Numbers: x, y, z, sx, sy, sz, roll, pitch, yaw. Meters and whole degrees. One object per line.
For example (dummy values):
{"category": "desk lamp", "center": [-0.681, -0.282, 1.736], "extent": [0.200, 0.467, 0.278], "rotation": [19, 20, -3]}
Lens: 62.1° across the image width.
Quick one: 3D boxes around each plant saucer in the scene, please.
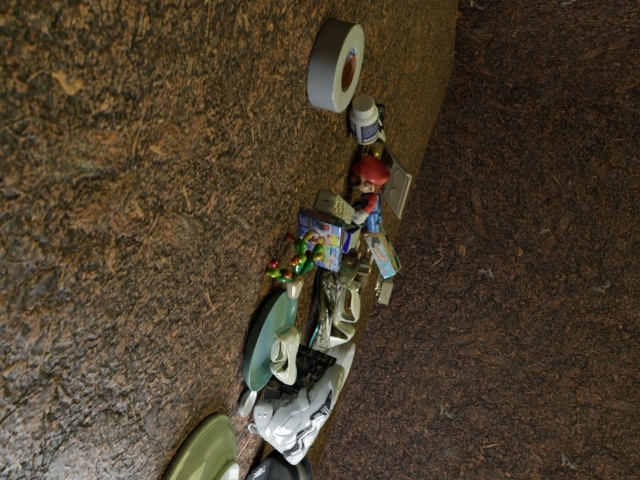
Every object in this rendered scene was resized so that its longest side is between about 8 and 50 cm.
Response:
{"category": "plant saucer", "center": [-0.298, 0.647, 1.345], "extent": [0.400, 0.100, 0.400], "rotation": [18, 90, -76]}
{"category": "plant saucer", "center": [-0.151, 0.285, 1.566], "extent": [0.317, 0.043, 0.318], "rotation": [18, 90, -76]}

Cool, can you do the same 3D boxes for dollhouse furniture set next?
{"category": "dollhouse furniture set", "center": [0.179, 0.177, 2.307], "extent": [0.161, 0.242, 0.212], "rotation": [-86, -171, -72]}

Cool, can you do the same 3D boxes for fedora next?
{"category": "fedora", "center": [-0.178, 0.895, 1.887], "extent": [0.152, 0.334, 0.334], "rotation": [35, 71, -43]}

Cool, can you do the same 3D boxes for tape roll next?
{"category": "tape roll", "center": [0.041, -0.440, 1.347], "extent": [0.219, 0.072, 0.219], "rotation": [18, 90, -75]}

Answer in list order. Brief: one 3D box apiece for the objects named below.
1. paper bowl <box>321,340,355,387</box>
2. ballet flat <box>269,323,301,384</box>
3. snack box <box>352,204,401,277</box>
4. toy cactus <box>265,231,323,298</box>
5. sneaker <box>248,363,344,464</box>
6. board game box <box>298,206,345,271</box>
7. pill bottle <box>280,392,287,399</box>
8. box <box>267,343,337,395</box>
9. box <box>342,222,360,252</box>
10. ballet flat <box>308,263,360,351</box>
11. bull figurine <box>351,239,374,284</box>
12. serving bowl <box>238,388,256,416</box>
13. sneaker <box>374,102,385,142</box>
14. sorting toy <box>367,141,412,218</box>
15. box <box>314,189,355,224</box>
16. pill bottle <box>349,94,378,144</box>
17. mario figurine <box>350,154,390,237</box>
{"category": "paper bowl", "center": [0.047, 0.583, 2.457], "extent": [0.284, 0.148, 0.284], "rotation": [18, 90, -76]}
{"category": "ballet flat", "center": [-0.114, 0.350, 1.574], "extent": [0.086, 0.086, 0.248], "rotation": [-53, 155, -52]}
{"category": "snack box", "center": [0.243, -0.008, 2.265], "extent": [0.322, 0.060, 0.187], "rotation": [65, 18, 0]}
{"category": "toy cactus", "center": [-0.076, 0.077, 1.470], "extent": [0.219, 0.112, 0.180], "rotation": [-39, 144, -54]}
{"category": "sneaker", "center": [-0.080, 0.511, 1.665], "extent": [0.366, 0.210, 0.137], "rotation": [-62, 176, 15]}
{"category": "board game box", "center": [0.000, 0.000, 1.597], "extent": [0.201, 0.136, 0.035], "rotation": [93, 21, -47]}
{"category": "pill bottle", "center": [-0.114, 0.632, 1.971], "extent": [0.208, 0.119, 0.119], "rotation": [-48, 152, -57]}
{"category": "box", "center": [-0.059, 0.455, 1.846], "extent": [0.220, 0.175, 0.051], "rotation": [-47, 151, -60]}
{"category": "box", "center": [0.049, -0.020, 1.749], "extent": [0.126, 0.137, 0.072], "rotation": [-30, 136, -69]}
{"category": "ballet flat", "center": [0.060, 0.295, 2.086], "extent": [0.164, 0.182, 0.483], "rotation": [-55, 158, -51]}
{"category": "bull figurine", "center": [0.183, 0.117, 2.494], "extent": [0.310, 0.101, 0.188], "rotation": [75, 34, -65]}
{"category": "serving bowl", "center": [-0.220, 0.476, 1.568], "extent": [0.083, 0.027, 0.083], "rotation": [18, 90, -76]}
{"category": "sneaker", "center": [0.214, -0.441, 1.975], "extent": [0.217, 0.079, 0.121], "rotation": [18, 90, -76]}
{"category": "sorting toy", "center": [0.260, -0.260, 2.031], "extent": [0.229, 0.041, 0.307], "rotation": [94, -24, -47]}
{"category": "box", "center": [0.053, -0.108, 1.810], "extent": [0.324, 0.067, 0.063], "rotation": [22, 86, -75]}
{"category": "pill bottle", "center": [0.142, -0.395, 1.732], "extent": [0.169, 0.094, 0.094], "rotation": [73, 37, -66]}
{"category": "mario figurine", "center": [0.168, -0.178, 2.036], "extent": [0.198, 0.170, 0.321], "rotation": [-123, -157, -51]}
